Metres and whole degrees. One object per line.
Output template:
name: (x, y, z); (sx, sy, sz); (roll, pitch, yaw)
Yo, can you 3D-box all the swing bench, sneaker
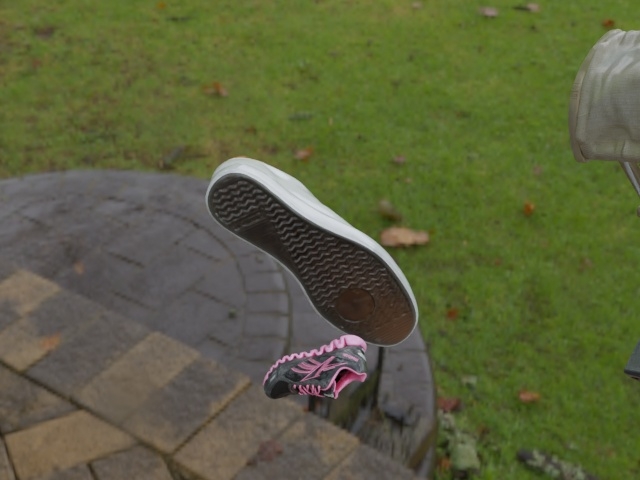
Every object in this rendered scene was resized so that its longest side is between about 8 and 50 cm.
swing bench: (0.429, -0.110, 1.231); (0.165, 0.254, 0.253); (-54, 18, -5)
sneaker: (0.000, 0.000, 1.254); (0.290, 0.106, 0.123); (42, 16, -14)
sneaker: (-0.004, 0.144, 1.142); (0.119, 0.047, 0.057); (-24, 50, 9)

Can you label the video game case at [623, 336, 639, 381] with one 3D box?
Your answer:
video game case: (0.371, 0.004, 0.922); (0.026, 0.274, 0.196); (30, -8, -12)
